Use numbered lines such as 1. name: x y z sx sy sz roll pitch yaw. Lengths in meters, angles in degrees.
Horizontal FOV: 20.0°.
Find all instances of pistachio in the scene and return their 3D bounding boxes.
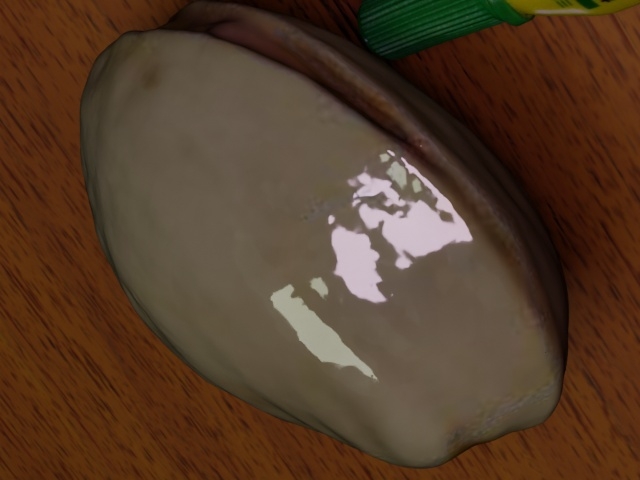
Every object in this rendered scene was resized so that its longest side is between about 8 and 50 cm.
1. pistachio: 0.000 0.000 1.396 0.445 0.281 0.365 37 148 20

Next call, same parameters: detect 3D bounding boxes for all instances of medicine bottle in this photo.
1. medicine bottle: 0.153 -0.194 1.260 0.309 0.076 0.111 -17 114 42
